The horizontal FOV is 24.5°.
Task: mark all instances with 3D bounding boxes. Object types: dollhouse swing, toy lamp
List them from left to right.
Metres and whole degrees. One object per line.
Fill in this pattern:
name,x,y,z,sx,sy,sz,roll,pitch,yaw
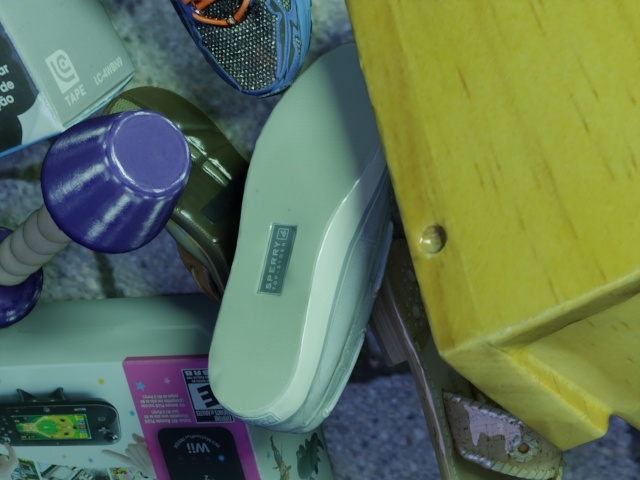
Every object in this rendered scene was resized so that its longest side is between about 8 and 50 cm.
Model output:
toy lamp,-0.152,-0.011,0.871,0.080,0.080,0.275,49,149,-9
dollhouse swing,0.262,-0.056,0.759,0.347,0.305,0.315,-29,62,31

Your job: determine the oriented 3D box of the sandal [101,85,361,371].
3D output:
sandal,-0.058,0.002,0.901,0.219,0.090,0.060,45,146,2

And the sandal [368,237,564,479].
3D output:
sandal,0.110,0.101,0.885,0.079,0.088,0.240,-21,103,35

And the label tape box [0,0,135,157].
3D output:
label tape box,-0.304,-0.193,0.870,0.249,0.115,0.347,-18,111,28

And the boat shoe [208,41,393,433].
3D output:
boat shoe,0.001,0.001,0.840,0.079,0.227,0.081,9,165,29

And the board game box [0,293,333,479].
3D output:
board game box,-0.106,0.191,1.011,0.224,0.097,0.303,-4,116,23

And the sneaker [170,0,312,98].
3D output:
sneaker,-0.079,-0.173,0.810,0.083,0.087,0.221,-20,108,29
